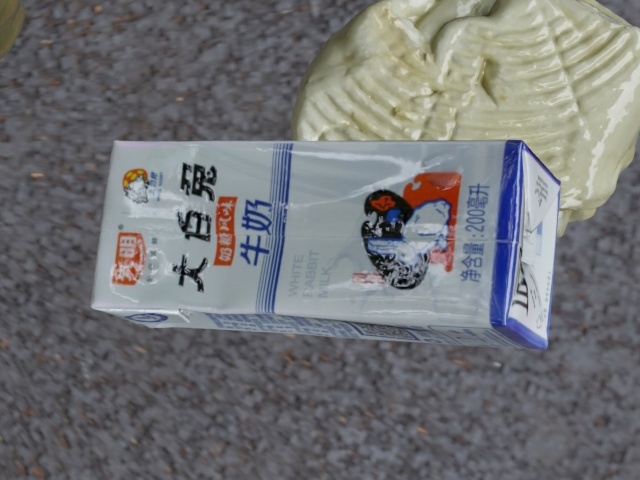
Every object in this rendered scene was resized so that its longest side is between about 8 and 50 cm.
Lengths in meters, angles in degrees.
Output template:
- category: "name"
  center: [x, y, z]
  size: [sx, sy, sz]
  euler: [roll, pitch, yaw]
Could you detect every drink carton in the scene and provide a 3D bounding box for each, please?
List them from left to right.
- category: "drink carton"
  center: [0.000, 0.000, 1.128]
  size: [0.315, 0.106, 0.130]
  euler: [2, 77, 23]

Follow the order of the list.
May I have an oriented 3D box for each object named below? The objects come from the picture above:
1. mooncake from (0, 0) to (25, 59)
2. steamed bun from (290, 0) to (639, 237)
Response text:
- category: "mooncake"
  center: [-0.463, -0.264, 1.701]
  size: [0.290, 0.290, 0.161]
  euler: [41, 66, -19]
- category: "steamed bun"
  center: [0.139, -0.117, 1.463]
  size: [0.276, 0.203, 0.289]
  euler: [42, 89, 0]
